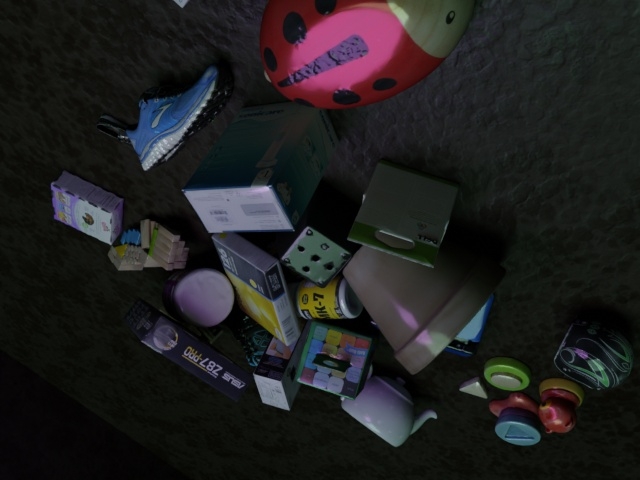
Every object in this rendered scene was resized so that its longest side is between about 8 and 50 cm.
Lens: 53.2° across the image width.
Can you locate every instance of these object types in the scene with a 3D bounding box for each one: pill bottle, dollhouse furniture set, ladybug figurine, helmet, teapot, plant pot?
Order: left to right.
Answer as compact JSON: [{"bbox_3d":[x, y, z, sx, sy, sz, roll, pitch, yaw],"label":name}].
[{"bbox_3d":[-0.449,0.281,2.168,0.184,0.129,0.129,20,148,47],"label":"dollhouse furniture set"},{"bbox_3d":[-0.374,0.164,1.888,0.169,0.169,0.301,40,162,-18],"label":"pill bottle"},{"bbox_3d":[0.000,0.000,1.523,0.187,0.167,0.188,34,121,-10],"label":"plant pot"},{"bbox_3d":[0.006,0.160,1.776,0.209,0.119,0.119,-7,131,33],"label":"pill bottle"},{"bbox_3d":[0.055,-0.366,1.133,0.449,0.162,0.305,-20,123,41],"label":"ladybug figurine"},{"bbox_3d":[0.199,0.511,2.024,0.252,0.187,0.256,27,168,42],"label":"teapot"},{"bbox_3d":[0.217,0.096,1.484,0.280,0.323,0.323,42,141,7],"label":"plant pot"},{"bbox_3d":[0.661,0.269,1.523,0.162,0.169,0.169,27,144,24],"label":"helmet"}]

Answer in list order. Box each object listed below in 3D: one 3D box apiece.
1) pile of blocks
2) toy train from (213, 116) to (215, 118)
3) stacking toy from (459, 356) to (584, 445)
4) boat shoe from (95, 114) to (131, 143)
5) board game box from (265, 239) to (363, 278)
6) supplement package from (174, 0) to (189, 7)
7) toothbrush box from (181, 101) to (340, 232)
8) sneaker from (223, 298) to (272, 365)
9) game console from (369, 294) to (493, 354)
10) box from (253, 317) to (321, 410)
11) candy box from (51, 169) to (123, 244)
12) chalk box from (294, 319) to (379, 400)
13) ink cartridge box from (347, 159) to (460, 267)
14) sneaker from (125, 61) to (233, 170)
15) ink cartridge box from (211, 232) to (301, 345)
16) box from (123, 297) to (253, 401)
[{"bbox_3d":[-0.495,0.015,1.911,0.362,0.148,0.113,-3,177,42],"label":"pile of blocks"},{"bbox_3d":[-0.284,-0.293,1.500,0.083,0.023,0.017,7,137,20],"label":"toy train"},{"bbox_3d":[0.561,0.482,1.835,0.280,0.130,0.309,27,140,-3],"label":"stacking toy"},{"bbox_3d":[-0.503,-0.270,1.625,0.142,0.040,0.049,27,141,-2],"label":"boat shoe"},{"bbox_3d":[-0.018,0.022,1.707,0.260,0.030,0.136,-24,119,43],"label":"board game box"},{"bbox_3d":[-0.226,-0.530,1.142,0.105,0.105,0.179,39,139,-17],"label":"supplement package"},{"bbox_3d":[-0.116,-0.160,1.346,0.216,0.295,0.126,-1,135,27],"label":"toothbrush box"},{"bbox_3d":[-0.206,0.316,2.043,0.341,0.139,0.125,38,141,-13],"label":"sneaker"},{"bbox_3d":[0.296,0.190,1.732,0.293,0.173,0.250,17,171,11],"label":"game console"},{"bbox_3d":[-0.087,0.325,1.875,0.087,0.290,0.169,11,141,19],"label":"box"},{"bbox_3d":[-0.688,-0.095,1.894,0.196,0.070,0.165,26,141,0],"label":"candy box"},{"bbox_3d":[0.047,0.329,1.793,0.180,0.179,0.289,16,175,10],"label":"chalk box"},{"bbox_3d":[0.172,-0.037,1.363,0.189,0.255,0.097,19,140,8],"label":"ink cartridge box"},{"bbox_3d":[-0.332,-0.296,1.431,0.330,0.130,0.147,-34,97,30],"label":"sneaker"},{"bbox_3d":[-0.200,0.110,1.772,0.307,0.072,0.303,28,147,36],"label":"ink cartridge box"},{"bbox_3d":[-0.393,0.307,1.854,0.318,0.097,0.395,41,166,-21],"label":"box"}]
